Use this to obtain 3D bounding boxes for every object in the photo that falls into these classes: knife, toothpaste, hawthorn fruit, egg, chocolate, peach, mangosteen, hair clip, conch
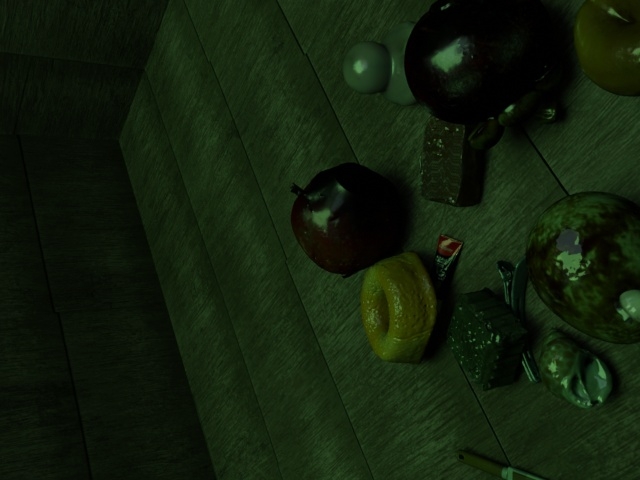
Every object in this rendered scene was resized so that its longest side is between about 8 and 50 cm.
[{"bbox_3d":[0.437,0.539,1.608,0.343,0.027,0.061,4,90,53],"label":"knife"},{"bbox_3d":[0.298,0.083,1.785,0.071,0.045,0.193,27,109,43],"label":"toothpaste"},{"bbox_3d":[0.073,-0.059,1.904,0.316,0.316,0.316,4,94,56],"label":"hawthorn fruit"},{"bbox_3d":[0.505,0.052,1.303,0.238,0.238,0.289,-37,71,50],"label":"egg"},{"bbox_3d":[0.314,-0.192,1.701,0.148,0.093,0.214,19,108,53],"label":"chocolate"},{"bbox_3d":[0.567,-0.381,1.275,0.251,0.153,0.251,2,92,49],"label":"peach"},{"bbox_3d":[0.334,-0.373,1.494,0.330,0.330,0.330,4,94,56],"label":"mangosteen"},{"bbox_3d":[0.443,0.176,1.581,0.083,0.048,0.275,-12,87,54],"label":"hair clip"},{"bbox_3d":[0.501,0.262,1.442,0.173,0.106,0.116,34,98,29],"label":"conch"}]

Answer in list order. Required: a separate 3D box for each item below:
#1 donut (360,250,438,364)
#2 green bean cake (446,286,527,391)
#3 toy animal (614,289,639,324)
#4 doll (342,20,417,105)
[{"bbox_3d":[0.188,0.174,1.833,0.303,0.110,0.303,176,90,-72],"label":"donut"},{"bbox_3d":[0.363,0.222,1.606,0.173,0.094,0.181,-123,30,-46],"label":"green bean cake"},{"bbox_3d":[0.634,0.060,1.056,0.357,0.258,0.194,-53,47,32],"label":"toy animal"},{"bbox_3d":[0.172,-0.442,1.800,0.251,0.221,0.221,-15,79,55],"label":"doll"}]
